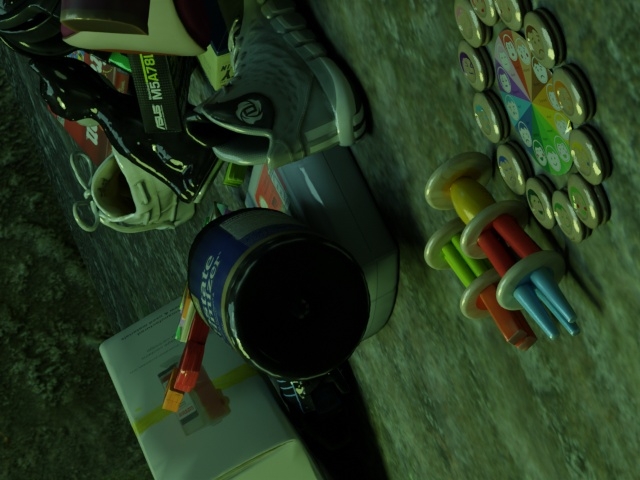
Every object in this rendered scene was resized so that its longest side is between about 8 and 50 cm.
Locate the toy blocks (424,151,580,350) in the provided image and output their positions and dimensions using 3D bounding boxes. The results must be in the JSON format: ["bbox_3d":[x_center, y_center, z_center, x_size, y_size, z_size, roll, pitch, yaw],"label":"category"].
[{"bbox_3d":[0.128,0.029,1.279,0.148,0.054,0.123,57,163,35],"label":"toy blocks"}]

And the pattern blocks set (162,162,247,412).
[{"bbox_3d":[-0.123,0.038,1.963,0.325,0.026,0.285,135,150,-78],"label":"pattern blocks set"}]

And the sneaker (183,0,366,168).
[{"bbox_3d":[-0.068,-0.142,1.574,0.228,0.132,0.086,52,163,40],"label":"sneaker"}]

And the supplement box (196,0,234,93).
[{"bbox_3d":[-0.089,-0.197,1.750,0.083,0.056,0.083,100,145,-66],"label":"supplement box"}]

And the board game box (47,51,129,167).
[{"bbox_3d":[-0.296,-0.227,2.398,0.145,0.027,0.281,47,146,27],"label":"board game box"}]

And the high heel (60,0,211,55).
[{"bbox_3d":[-0.144,-0.242,1.470,0.377,0.127,0.181,-163,77,-86],"label":"high heel"}]

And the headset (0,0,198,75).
[{"bbox_3d":[-0.299,-0.296,2.025,0.394,0.185,0.243,28,177,5],"label":"headset"}]

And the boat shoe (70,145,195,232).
[{"bbox_3d":[-0.240,-0.070,2.332,0.135,0.156,0.367,67,166,4],"label":"boat shoe"}]

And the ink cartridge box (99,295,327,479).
[{"bbox_3d":[-0.086,0.264,2.108,0.279,0.160,0.384,62,177,-29],"label":"ink cartridge box"}]

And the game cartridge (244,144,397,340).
[{"bbox_3d":[0.000,0.000,1.743,0.196,0.060,0.294,60,166,12],"label":"game cartridge"}]

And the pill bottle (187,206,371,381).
[{"bbox_3d":[-0.045,0.038,1.599,0.219,0.123,0.122,-151,40,-71],"label":"pill bottle"}]

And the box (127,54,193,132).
[{"bbox_3d":[-0.156,-0.233,1.811,0.184,0.045,0.190,78,-169,-46],"label":"box"}]

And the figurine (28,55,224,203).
[{"bbox_3d":[-0.198,-0.128,1.949,0.209,0.092,0.215,30,180,-1],"label":"figurine"}]

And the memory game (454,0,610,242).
[{"bbox_3d":[0.130,-0.084,1.176,0.186,0.012,0.186,61,166,27],"label":"memory game"}]

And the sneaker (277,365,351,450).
[{"bbox_3d":[-0.013,0.124,1.949,0.090,0.081,0.232,51,166,43],"label":"sneaker"}]
